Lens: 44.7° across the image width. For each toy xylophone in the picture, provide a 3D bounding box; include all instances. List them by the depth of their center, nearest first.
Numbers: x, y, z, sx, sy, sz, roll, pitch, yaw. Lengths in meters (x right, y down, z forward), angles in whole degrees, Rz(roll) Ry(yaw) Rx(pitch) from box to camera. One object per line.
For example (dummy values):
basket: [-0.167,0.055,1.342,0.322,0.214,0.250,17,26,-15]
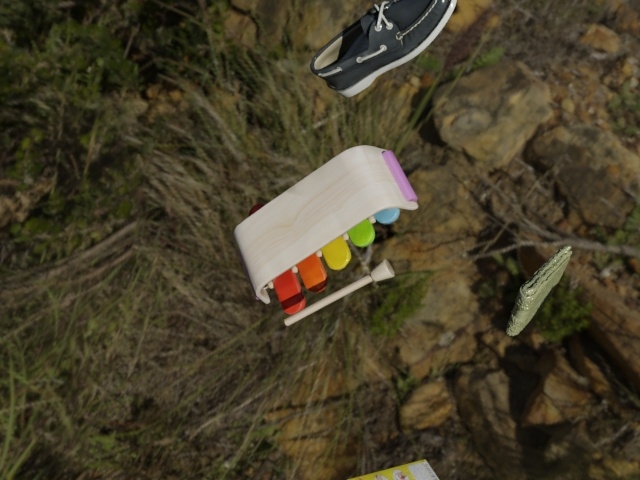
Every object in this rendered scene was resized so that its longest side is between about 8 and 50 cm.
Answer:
toy xylophone: [0.000,0.000,1.205,0.081,0.322,0.236,24,46,-57]

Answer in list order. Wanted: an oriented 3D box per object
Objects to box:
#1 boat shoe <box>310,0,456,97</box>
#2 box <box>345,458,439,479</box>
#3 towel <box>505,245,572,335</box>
boat shoe: [0.102,-0.353,1.344,0.091,0.302,0.114,25,48,-31]
box: [0.078,0.285,0.784,0.179,0.043,0.105,12,37,-53]
towel: [0.338,0.078,1.210,0.027,0.110,0.148,33,50,24]
